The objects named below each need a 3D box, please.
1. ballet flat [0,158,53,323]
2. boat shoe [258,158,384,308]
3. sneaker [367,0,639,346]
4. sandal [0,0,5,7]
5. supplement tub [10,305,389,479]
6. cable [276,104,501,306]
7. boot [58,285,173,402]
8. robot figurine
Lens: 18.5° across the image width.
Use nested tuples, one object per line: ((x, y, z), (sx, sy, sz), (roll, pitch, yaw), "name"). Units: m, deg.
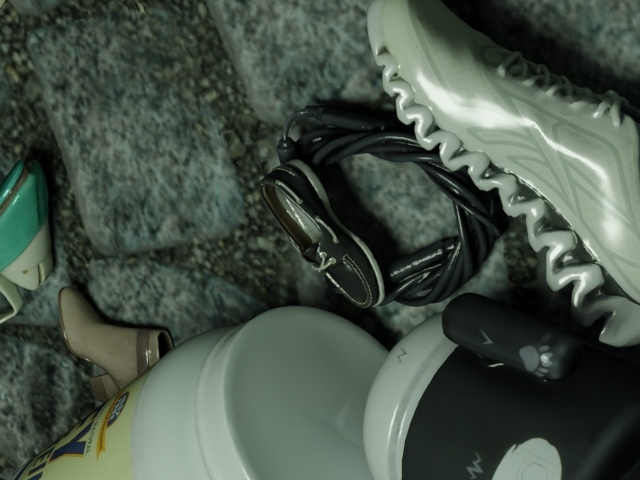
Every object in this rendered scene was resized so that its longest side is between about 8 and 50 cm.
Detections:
((-0.278, 0.019, 1.683), (0.087, 0.083, 0.247), (37, 132, -14), "ballet flat")
((0.000, 0.000, 1.430), (0.046, 0.038, 0.125), (-30, 93, 47), "boat shoe")
((0.152, -0.070, 1.303), (0.292, 0.110, 0.118), (47, 123, -1), "sneaker")
((-0.340, -0.180, 1.613), (0.240, 0.079, 0.088), (-27, 111, 43), "sandal")
((-0.085, 0.209, 1.510), (0.325, 0.235, 0.235), (-38, 86, 41), "supplement tub")
((0.047, -0.017, 1.433), (0.184, 0.047, 0.150), (16, 119, 30), "cable")
((-0.166, 0.087, 1.648), (0.087, 0.042, 0.118), (-14, 103, 33), "boot")
((0.157, 0.147, 1.328), (0.278, 0.174, 0.209), (25, 105, 44), "robot figurine")
